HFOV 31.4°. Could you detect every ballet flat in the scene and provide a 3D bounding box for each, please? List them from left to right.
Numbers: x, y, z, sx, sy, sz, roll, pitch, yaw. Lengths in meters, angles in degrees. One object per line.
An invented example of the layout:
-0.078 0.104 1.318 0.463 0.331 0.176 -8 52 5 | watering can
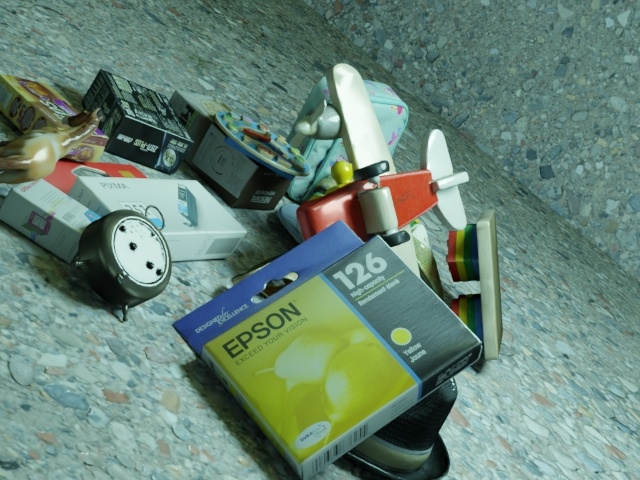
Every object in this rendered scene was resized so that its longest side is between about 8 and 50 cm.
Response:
0.138 -0.016 2.240 0.348 0.123 0.123 43 20 12 | ballet flat

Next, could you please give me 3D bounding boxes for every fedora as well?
0.082 0.192 1.649 0.334 0.152 0.334 30 19 -12 | fedora

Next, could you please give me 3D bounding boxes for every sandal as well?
-0.074 0.072 1.830 0.079 0.088 0.240 69 19 -2 | sandal

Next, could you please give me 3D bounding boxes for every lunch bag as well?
0.036 -0.193 2.321 0.224 0.279 0.108 3 34 -39 | lunch bag

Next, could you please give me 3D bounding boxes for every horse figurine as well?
-0.417 -0.121 1.576 0.175 0.066 0.263 -6 15 9 | horse figurine

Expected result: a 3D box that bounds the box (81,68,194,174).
-0.330 -0.213 2.052 0.147 0.077 0.180 20 24 -38 | box

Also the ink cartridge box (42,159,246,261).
-0.293 -0.070 1.788 0.261 0.066 0.296 43 21 22 | ink cartridge box

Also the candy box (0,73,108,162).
-0.443 -0.198 1.847 0.187 0.053 0.109 39 18 32 | candy box

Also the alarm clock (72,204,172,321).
-0.255 0.011 1.557 0.129 0.064 0.192 51 34 -21 | alarm clock

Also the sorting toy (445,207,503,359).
0.295 0.079 2.196 0.090 0.257 0.255 -3 7 11 | sorting toy

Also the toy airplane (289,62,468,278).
0.087 -0.065 2.011 0.384 0.273 0.386 43 44 -40 | toy airplane

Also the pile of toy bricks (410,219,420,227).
0.164 -0.020 2.371 0.118 0.105 0.212 42 20 19 | pile of toy bricks

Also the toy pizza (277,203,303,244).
0.000 0.000 2.162 0.201 0.032 0.201 30 18 -11 | toy pizza

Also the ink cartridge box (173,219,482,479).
0.005 0.123 1.538 0.304 0.072 0.307 -32 62 -21 | ink cartridge box

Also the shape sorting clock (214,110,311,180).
-0.104 -0.182 2.104 0.206 0.040 0.206 30 20 -12 | shape sorting clock

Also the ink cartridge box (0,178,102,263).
-0.374 -0.032 1.580 0.122 0.052 0.088 34 18 -5 | ink cartridge box

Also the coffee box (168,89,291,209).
-0.181 -0.171 2.168 0.246 0.098 0.141 44 21 25 | coffee box
